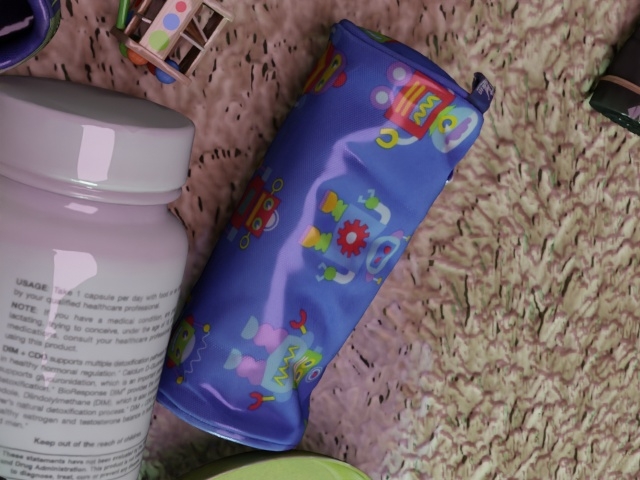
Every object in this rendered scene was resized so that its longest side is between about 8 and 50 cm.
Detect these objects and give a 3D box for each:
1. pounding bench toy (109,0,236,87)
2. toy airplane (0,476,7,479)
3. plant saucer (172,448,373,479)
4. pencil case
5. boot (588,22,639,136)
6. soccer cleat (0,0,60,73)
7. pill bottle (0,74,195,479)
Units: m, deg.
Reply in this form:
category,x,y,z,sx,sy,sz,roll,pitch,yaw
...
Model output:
category,x,y,z,sx,sy,sz,roll,pitch,yaw
pounding bench toy,-0.112,-0.148,0.990,0.083,0.052,0.065,33,94,-26
toy airplane,-0.339,0.062,0.759,0.272,0.384,0.386,-34,160,-46
plant saucer,-0.067,0.232,1.098,0.241,0.037,0.241,-17,136,-17
pencil case,0.000,0.000,1.042,0.133,0.119,0.306,26,97,-33
boot,0.318,-0.121,1.149,0.198,0.077,0.137,26,91,-26
soccer cleat,-0.296,-0.116,0.894,0.289,0.121,0.093,-18,112,-14
pill bottle,-0.175,0.046,0.969,0.160,0.160,0.283,9,104,-22
